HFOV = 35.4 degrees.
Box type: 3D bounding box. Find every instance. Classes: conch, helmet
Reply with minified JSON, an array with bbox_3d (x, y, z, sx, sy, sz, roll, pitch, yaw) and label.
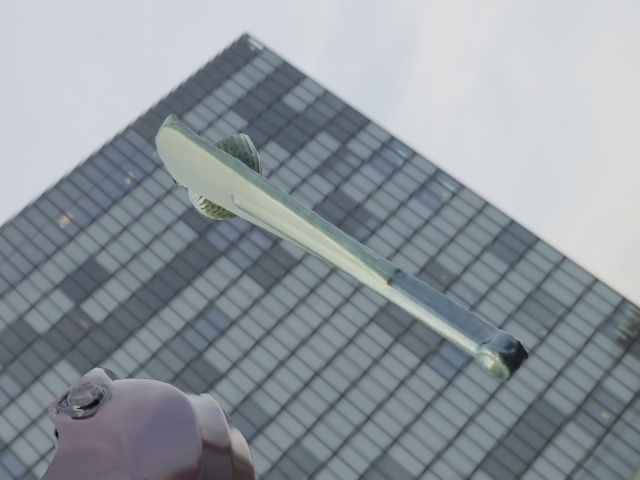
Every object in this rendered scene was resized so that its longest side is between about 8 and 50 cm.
[{"bbox_3d":[-0.078,-0.049,0.823,0.076,0.056,0.085,-48,-7,23],"label":"conch"},{"bbox_3d":[-0.161,0.273,1.049,0.338,0.197,0.271,-75,-31,-57],"label":"helmet"}]

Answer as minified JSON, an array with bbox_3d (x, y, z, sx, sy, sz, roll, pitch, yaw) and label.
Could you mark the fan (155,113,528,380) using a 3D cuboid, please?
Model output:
[{"bbox_3d":[0.000,0.000,0.406,0.016,0.193,0.038,-45,-32,-23],"label":"fan"}]
